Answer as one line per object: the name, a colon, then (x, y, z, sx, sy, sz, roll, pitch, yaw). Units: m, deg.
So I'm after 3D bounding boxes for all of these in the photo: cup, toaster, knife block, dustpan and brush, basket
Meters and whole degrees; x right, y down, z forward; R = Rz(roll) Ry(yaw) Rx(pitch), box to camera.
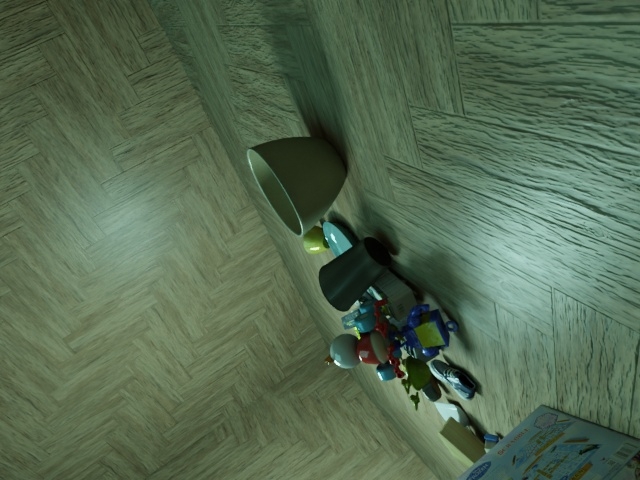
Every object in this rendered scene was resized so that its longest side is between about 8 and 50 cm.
cup: (-0.056, -0.211, 1.471, 0.331, 0.237, 0.331, 53, 167, 19)
toaster: (0.338, 0.340, 1.609, 0.168, 0.110, 0.185, 42, 160, 46)
knife block: (0.616, 0.836, 1.723, 0.242, 0.088, 0.275, 10, 139, 54)
dustpan and brush: (0.580, 0.757, 1.848, 0.211, 0.060, 0.147, 63, 154, 3)
basket: (0.123, 0.104, 1.534, 0.154, 0.227, 0.204, 24, -141, -31)

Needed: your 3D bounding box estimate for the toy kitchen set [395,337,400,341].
toy kitchen set: (0.235, 0.327, 1.572, 0.075, 0.083, 0.068, 30, 108, 63)

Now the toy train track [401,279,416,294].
toy train track: (0.304, 0.158, 1.512, 0.083, 0.014, 0.048, 47, 168, 52)

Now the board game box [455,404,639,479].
board game box: (0.508, 0.527, 0.994, 0.065, 0.319, 0.318, 57, 167, -1)

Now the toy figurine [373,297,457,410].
toy figurine: (0.334, 0.327, 1.386, 0.362, 0.217, 0.191, 63, -160, -14)

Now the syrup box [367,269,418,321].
syrup box: (0.236, 0.174, 1.584, 0.237, 0.096, 0.093, 43, 163, 55)

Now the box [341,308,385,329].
box: (0.200, 0.289, 1.749, 0.232, 0.184, 0.059, 127, 127, -67)

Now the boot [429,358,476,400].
boot: (0.470, 0.474, 1.570, 0.190, 0.069, 0.086, 37, 150, 35)

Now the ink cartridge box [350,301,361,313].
ink cartridge box: (0.210, 0.399, 2.298, 0.180, 0.060, 0.104, 53, 167, 14)

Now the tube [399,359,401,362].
tube: (0.330, 0.505, 2.141, 0.070, 0.062, 0.240, -77, -32, -45)

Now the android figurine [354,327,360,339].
android figurine: (0.253, 0.548, 2.423, 0.272, 0.056, 0.248, 57, -179, 7)

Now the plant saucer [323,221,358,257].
plant saucer: (0.118, 0.048, 1.865, 0.317, 0.044, 0.317, 53, 166, 19)

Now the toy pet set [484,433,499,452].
toy pet set: (0.646, 0.733, 1.575, 0.114, 0.065, 0.122, -1, 132, 33)

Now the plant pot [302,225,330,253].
plant pot: (0.000, 0.000, 2.031, 0.095, 0.134, 0.134, 6, 131, 45)

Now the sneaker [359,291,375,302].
sneaker: (0.147, 0.164, 1.766, 0.100, 0.108, 0.271, 0, 140, 53)

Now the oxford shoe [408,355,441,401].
oxford shoe: (0.443, 0.582, 1.892, 0.076, 0.076, 0.212, 8, -133, -52)

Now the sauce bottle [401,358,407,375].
sauce bottle: (0.409, 0.608, 2.118, 0.042, 0.042, 0.128, 46, 165, 39)

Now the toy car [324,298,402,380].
toy car: (0.120, 0.350, 1.484, 0.219, 0.238, 0.210, 66, -161, -9)
